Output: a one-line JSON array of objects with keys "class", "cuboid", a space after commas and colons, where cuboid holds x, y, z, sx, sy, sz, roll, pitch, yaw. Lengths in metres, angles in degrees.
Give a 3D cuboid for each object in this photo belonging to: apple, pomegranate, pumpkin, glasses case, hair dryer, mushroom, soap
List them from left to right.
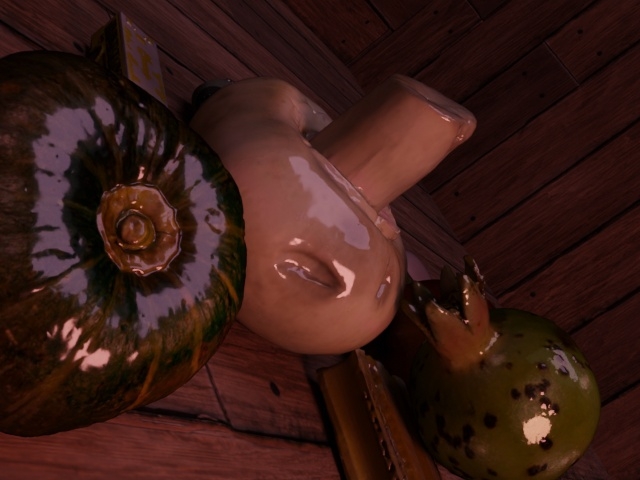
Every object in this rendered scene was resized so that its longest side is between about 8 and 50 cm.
[{"class": "pumpkin", "cuboid": [-0.175, 0.007, 0.565, 0.260, 0.189, 0.260, 21, 59, -41]}, {"class": "hair dryer", "cuboid": [-0.115, -0.201, 1.343, 0.225, 0.088, 0.219, 22, 11, -24]}, {"class": "mushroom", "cuboid": [-0.027, -0.054, 0.969, 0.325, 0.353, 0.353, 24, 10, 12]}, {"class": "soap", "cuboid": [0.077, 0.252, 0.974, 0.135, 0.076, 0.233, 39, 21, -45]}, {"class": "glasses case", "cuboid": [0.171, 0.081, 1.652, 0.113, 0.075, 0.297, 56, 16, 6]}, {"class": "apple", "cuboid": [0.164, 0.162, 1.197, 0.234, 0.234, 0.234, 49, 15, -18]}, {"class": "pomegranate", "cuboid": [0.191, 0.156, 0.977, 0.286, 0.231, 0.231, 51, 15, -3]}]

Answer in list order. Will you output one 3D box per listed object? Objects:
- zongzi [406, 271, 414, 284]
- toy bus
[{"class": "zongzi", "cuboid": [0.158, 0.131, 1.469, 0.204, 0.094, 0.205, 46, 16, -42]}, {"class": "toy bus", "cuboid": [-0.241, -0.198, 1.022, 0.081, 0.074, 0.226, 43, 17, -37]}]
